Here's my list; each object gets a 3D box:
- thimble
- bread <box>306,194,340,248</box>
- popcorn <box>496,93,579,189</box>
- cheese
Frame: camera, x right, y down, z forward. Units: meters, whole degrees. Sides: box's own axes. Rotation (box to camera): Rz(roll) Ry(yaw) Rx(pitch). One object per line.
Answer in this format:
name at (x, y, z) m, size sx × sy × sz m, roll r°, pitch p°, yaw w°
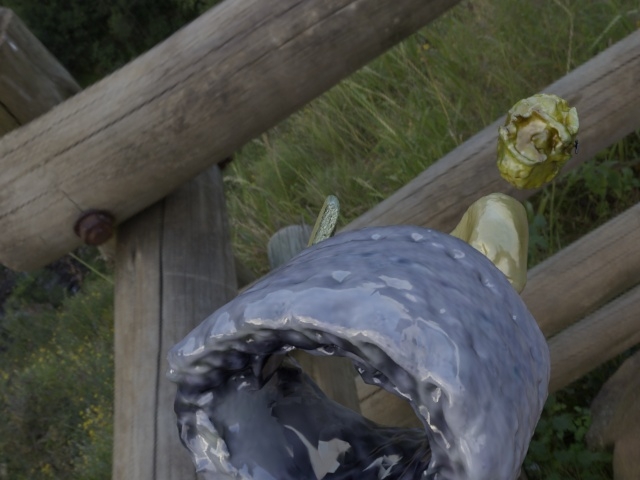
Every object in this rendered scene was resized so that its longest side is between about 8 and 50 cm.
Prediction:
thimble at (0.026, 0.105, 0.453) m, size 0.245 × 0.217 × 0.157 m, roll 5°, pitch 18°, yaw 28°
bread at (0.001, -0.005, 1.170) m, size 0.112 × 0.036 × 0.193 m, roll -82°, pitch 13°, yaw -64°
popcorn at (0.480, -0.218, 1.398) m, size 0.169 × 0.189 × 0.218 m, roll 21°, pitch 88°, yaw 16°
cheese at (0.257, 0.033, 1.017) m, size 0.117 × 0.214 × 0.226 m, roll 17°, pitch 69°, yaw -2°
